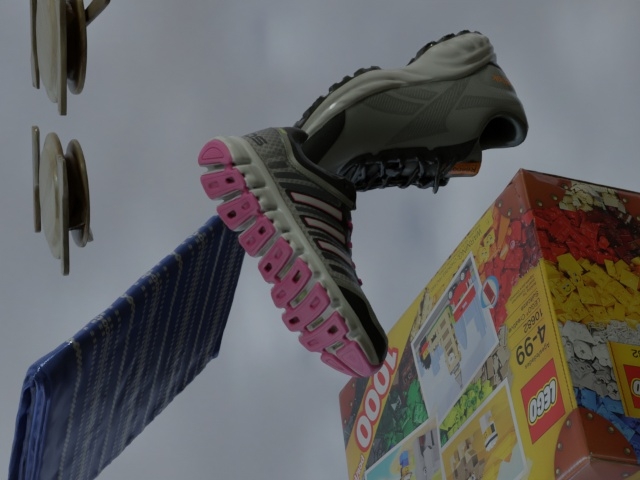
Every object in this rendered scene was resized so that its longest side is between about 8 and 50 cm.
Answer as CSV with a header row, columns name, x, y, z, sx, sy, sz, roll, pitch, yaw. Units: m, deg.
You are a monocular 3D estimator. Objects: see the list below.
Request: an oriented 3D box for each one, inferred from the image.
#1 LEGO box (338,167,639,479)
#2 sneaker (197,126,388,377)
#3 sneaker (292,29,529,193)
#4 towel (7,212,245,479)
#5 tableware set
name,x,y,z,sx,sy,sz,roll,pitch,yaw
LEGO box,0.223,0.221,1.776,0.193,0.500,0.372,10,-130,-22
sneaker,0.000,0.000,0.920,0.075,0.063,0.170,-30,-97,-32
sneaker,0.064,-0.082,1.222,0.271,0.100,0.108,-27,-105,-33
towel,-0.175,0.108,1.399,0.336,0.040,0.243,-45,-20,-46
tableware set,-0.167,-0.083,1.034,0.039,0.128,0.194,-3,-74,-19
